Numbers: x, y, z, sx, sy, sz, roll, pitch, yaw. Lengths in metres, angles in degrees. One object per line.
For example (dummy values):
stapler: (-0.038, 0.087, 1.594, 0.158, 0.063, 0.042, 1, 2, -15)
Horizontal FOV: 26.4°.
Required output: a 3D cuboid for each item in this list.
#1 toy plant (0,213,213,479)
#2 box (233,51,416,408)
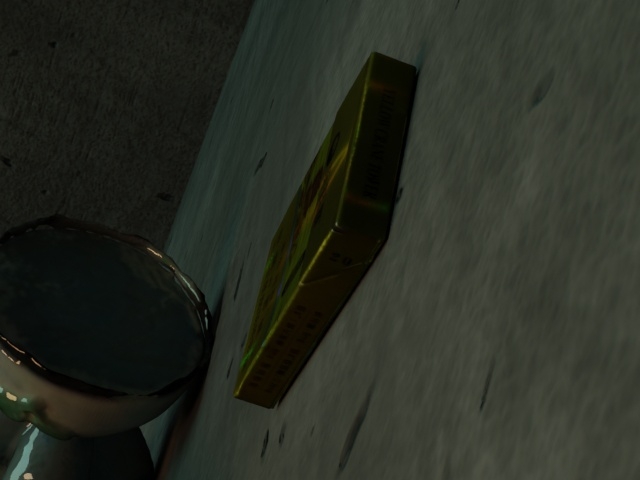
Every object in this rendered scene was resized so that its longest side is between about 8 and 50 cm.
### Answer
toy plant: (-0.267, 0.173, 1.346, 0.247, 0.247, 0.332, -83, 19, -55)
box: (0.000, 0.000, 0.768, 0.193, 0.030, 0.121, 119, 166, -52)
